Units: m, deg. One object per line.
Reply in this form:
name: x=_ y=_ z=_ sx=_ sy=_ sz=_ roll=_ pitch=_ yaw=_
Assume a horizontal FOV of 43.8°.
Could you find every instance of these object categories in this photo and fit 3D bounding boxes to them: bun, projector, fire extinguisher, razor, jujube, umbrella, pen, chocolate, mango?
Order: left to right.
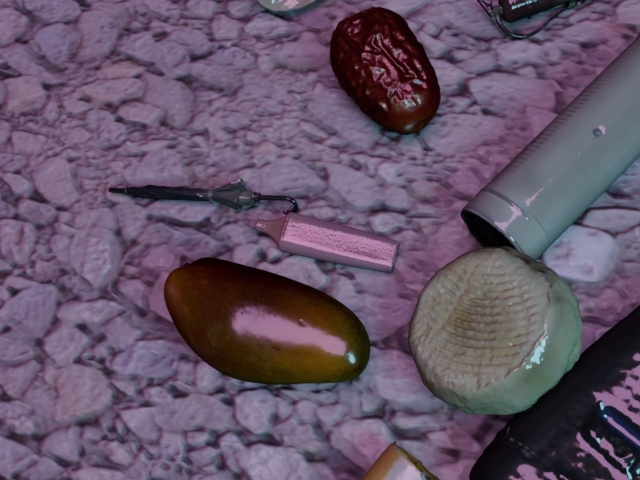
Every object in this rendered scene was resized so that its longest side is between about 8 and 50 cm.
umbrella: x=-0.159 y=-0.067 z=1.056 sx=0.269 sy=0.044 sz=0.044 roll=7 pitch=42 yaw=11
mango: x=-0.067 y=0.104 z=0.942 sx=0.267 sy=0.111 sz=0.133 roll=18 pitch=59 yaw=16
pen: x=0.000 y=0.000 z=1.010 sx=0.197 sy=0.032 sz=0.053 roll=15 pitch=75 yaw=12
chocolate: x=0.037 y=0.326 z=0.872 sx=0.085 sy=0.085 sz=0.219 roll=42 pitch=86 yaw=20
jujube: x=0.085 y=-0.219 z=1.031 sx=0.112 sy=0.109 sz=0.176 roll=-41 pitch=68 yaw=31
bun: x=0.198 y=0.104 z=0.879 sx=0.195 sy=0.118 sz=0.195 roll=-28 pitch=46 yaw=32
fire extinguisher: x=0.293 y=-0.320 z=1.066 sx=0.157 sy=0.045 sz=0.078 roll=-19 pitch=91 yaw=2
projector: x=0.319 y=-0.114 z=0.955 sx=0.337 sy=0.108 sz=0.108 roll=-44 pitch=70 yaw=-7
razor: x=0.326 y=0.206 z=0.841 sx=0.327 sy=0.107 sz=0.189 roll=-42 pitch=69 yaw=-7

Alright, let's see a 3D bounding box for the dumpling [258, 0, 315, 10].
dumpling: x=-0.020 y=-0.423 z=1.110 sx=0.250 sy=0.162 sz=0.132 roll=-31 pitch=32 yaw=-13
